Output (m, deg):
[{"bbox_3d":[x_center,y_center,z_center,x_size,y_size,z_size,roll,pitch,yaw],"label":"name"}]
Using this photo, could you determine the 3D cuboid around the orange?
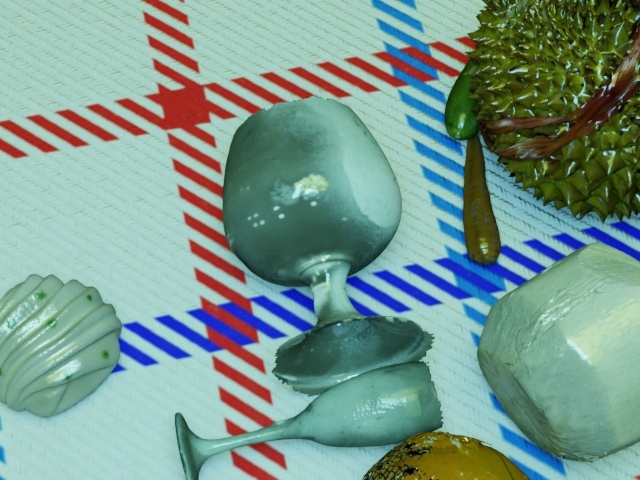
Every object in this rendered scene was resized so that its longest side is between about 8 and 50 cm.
[{"bbox_3d":[0.148,0.331,1.236,0.235,0.182,0.234,6,56,-8],"label":"orange"}]

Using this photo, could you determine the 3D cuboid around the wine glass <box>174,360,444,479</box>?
[{"bbox_3d":[-0.004,0.234,1.226,0.310,0.264,0.096,-12,101,-3],"label":"wine glass"}]

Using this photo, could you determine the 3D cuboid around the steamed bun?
[{"bbox_3d":[-0.339,0.120,1.350,0.183,0.106,0.182,1,66,-3],"label":"steamed bun"}]

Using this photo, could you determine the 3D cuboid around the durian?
[{"bbox_3d":[0.365,-0.197,1.393,0.384,0.347,0.347,26,68,2],"label":"durian"}]

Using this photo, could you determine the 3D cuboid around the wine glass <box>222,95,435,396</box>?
[{"bbox_3d":[0.000,0.000,1.349,0.238,0.238,0.322,-8,65,-5],"label":"wine glass"}]

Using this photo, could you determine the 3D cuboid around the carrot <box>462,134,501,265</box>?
[{"bbox_3d":[0.212,-0.062,1.482,0.048,0.048,0.216,-1,61,-2],"label":"carrot"}]

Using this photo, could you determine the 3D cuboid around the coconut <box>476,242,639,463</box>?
[{"bbox_3d":[0.330,0.126,1.291,0.247,0.245,0.245,-33,71,-10],"label":"coconut"}]

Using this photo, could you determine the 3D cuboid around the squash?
[{"bbox_3d":[0.238,-0.239,1.545,0.069,0.069,0.258,28,65,11],"label":"squash"}]
